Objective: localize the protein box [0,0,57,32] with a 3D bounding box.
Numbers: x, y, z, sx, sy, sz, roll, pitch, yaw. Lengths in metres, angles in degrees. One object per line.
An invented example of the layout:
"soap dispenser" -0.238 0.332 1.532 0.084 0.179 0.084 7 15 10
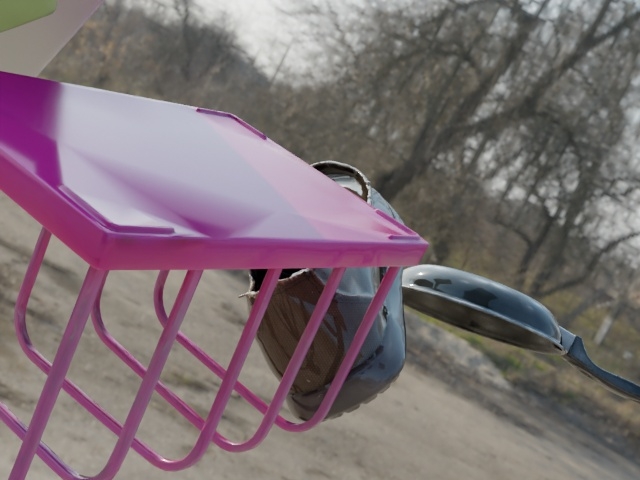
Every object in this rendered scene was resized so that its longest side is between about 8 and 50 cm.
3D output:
"protein box" -0.161 -0.156 0.256 0.136 0.201 0.200 26 31 9

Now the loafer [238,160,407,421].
"loafer" 0.000 0.000 0.859 0.130 0.133 0.366 59 8 -22

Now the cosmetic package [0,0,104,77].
"cosmetic package" -0.194 -0.247 0.718 0.138 0.225 0.224 35 -32 -22

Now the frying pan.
"frying pan" 0.218 0.092 1.015 0.326 0.053 0.197 19 -9 11

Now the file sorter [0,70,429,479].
"file sorter" -0.116 0.027 0.624 0.202 0.182 0.290 34 18 30
